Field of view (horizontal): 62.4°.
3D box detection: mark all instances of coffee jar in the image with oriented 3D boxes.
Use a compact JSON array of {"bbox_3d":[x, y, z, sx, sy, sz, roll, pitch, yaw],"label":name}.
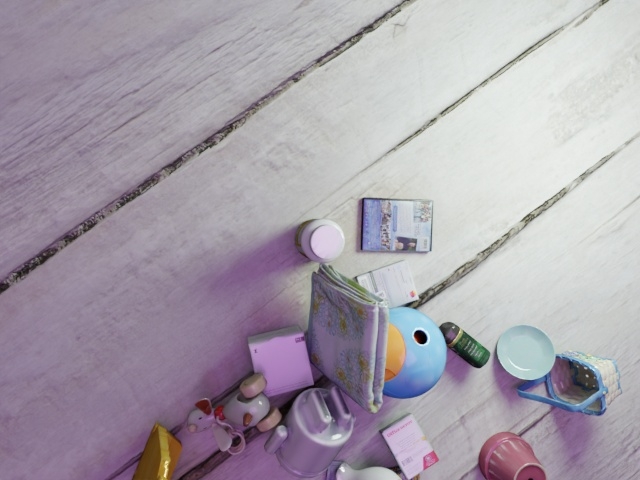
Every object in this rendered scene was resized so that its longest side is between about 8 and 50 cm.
[{"bbox_3d":[0.491,0.359,1.830,0.184,0.096,0.079,38,83,-10],"label":"coffee jar"}]

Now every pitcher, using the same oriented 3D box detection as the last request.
[{"bbox_3d":[0.172,0.833,1.753,0.125,0.207,0.178,-41,119,-50],"label":"pitcher"}]

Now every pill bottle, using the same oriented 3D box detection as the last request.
[{"bbox_3d":[0.000,0.000,1.654,0.136,0.245,0.137,0,93,-10],"label":"pill bottle"}]

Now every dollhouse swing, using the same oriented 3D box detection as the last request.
[{"bbox_3d":[-0.394,0.780,1.572,0.304,0.347,0.315,23,88,-19],"label":"dollhouse swing"}]

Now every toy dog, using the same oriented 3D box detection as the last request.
[{"bbox_3d":[-0.277,0.544,1.602,0.220,0.161,0.334,45,113,2],"label":"toy dog"}]

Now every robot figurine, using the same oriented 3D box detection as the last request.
[{"bbox_3d":[-0.024,0.606,1.659,0.299,0.200,0.354,4,130,-28],"label":"robot figurine"}]

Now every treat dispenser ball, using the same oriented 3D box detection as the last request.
[{"bbox_3d":[0.256,0.358,1.691,0.287,0.288,0.289,0,92,-10],"label":"treat dispenser ball"}]

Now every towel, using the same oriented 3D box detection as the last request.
[{"bbox_3d":[0.073,0.289,1.603,0.090,0.320,0.375,-11,114,-29],"label":"towel"}]

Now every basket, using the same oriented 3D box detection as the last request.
[{"bbox_3d":[0.865,0.499,1.830,0.288,0.254,0.201,-21,100,-27],"label":"basket"}]

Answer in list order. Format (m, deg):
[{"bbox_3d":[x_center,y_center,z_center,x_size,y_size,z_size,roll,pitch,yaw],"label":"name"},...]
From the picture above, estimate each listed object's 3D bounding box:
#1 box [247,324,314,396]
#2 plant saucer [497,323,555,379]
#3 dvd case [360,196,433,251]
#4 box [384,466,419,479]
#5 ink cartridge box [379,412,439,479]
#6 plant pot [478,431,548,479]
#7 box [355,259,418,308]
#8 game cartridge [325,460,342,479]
[{"bbox_3d":[-0.131,0.388,1.711,0.180,0.119,0.182,-12,94,-9],"label":"box"},{"bbox_3d":[0.727,0.397,1.876,0.194,0.037,0.195,-4,68,11],"label":"plant saucer"},{"bbox_3d":[0.263,-0.054,1.812,0.252,0.022,0.181,1,91,-10],"label":"dvd case"},{"bbox_3d":[0.267,0.909,1.838,0.159,0.044,0.233,-3,93,-10],"label":"box"},{"bbox_3d":[0.299,0.696,1.800,0.127,0.072,0.175,-28,80,-8],"label":"ink cartridge box"},{"bbox_3d":[0.682,0.796,1.839,0.201,0.180,0.202,0,91,-10],"label":"plant pot"},{"bbox_3d":[0.227,0.161,1.806,0.186,0.038,0.145,-19,96,-8],"label":"box"},{"bbox_3d":[0.048,0.796,1.811,0.055,0.017,0.083,9,91,-7],"label":"game cartridge"}]
